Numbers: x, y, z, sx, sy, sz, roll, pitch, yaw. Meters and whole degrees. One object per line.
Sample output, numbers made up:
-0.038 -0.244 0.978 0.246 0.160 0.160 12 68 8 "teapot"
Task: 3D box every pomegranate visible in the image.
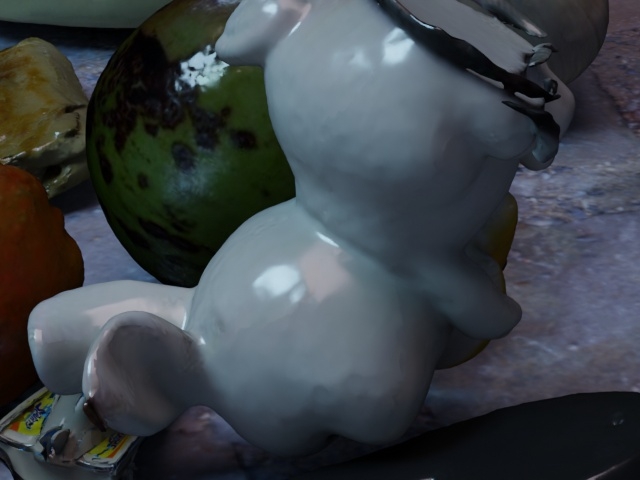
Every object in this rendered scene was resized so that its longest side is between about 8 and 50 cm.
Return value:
-0.022 -0.035 1.127 0.242 0.306 0.242 -40 3 3 "pomegranate"

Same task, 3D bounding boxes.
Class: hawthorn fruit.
-0.238 0.033 1.021 0.189 0.189 0.189 -1 28 1 "hawthorn fruit"

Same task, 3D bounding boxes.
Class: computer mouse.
0.067 0.160 0.846 0.269 0.086 0.137 -17 15 -3 "computer mouse"

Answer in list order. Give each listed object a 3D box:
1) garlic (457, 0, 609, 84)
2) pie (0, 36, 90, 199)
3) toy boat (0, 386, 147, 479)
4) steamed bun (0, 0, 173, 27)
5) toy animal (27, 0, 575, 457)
0.099 -0.245 1.401 0.322 0.322 0.241 -10 4 -16 "garlic"
-0.259 -0.107 1.376 0.128 0.068 0.282 -20 31 -10 "pie"
-0.124 0.094 1.002 0.084 0.066 0.210 10 29 17 "toy boat"
-0.168 -0.398 1.601 0.456 0.371 0.290 -11 31 -11 "steamed bun"
0.006 0.004 0.894 0.247 0.310 0.183 23 23 -25 "toy animal"
